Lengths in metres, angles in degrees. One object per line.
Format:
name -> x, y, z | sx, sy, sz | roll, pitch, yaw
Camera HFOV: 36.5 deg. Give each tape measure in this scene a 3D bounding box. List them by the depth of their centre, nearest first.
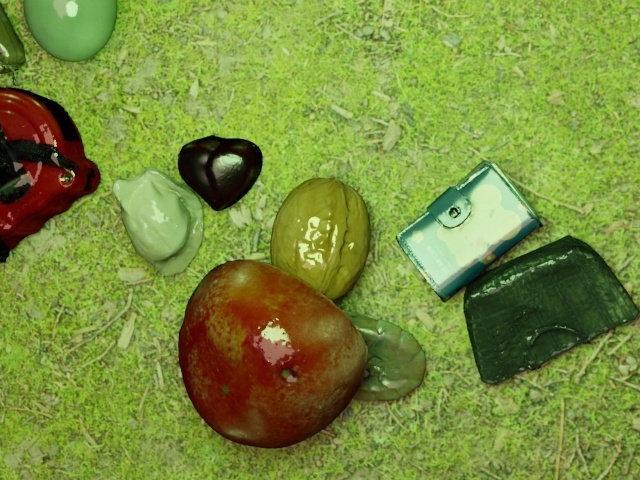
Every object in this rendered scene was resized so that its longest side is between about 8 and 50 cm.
tape measure -> -0.524, -0.127, 1.648 | 0.253, 0.114, 0.260 | -32, 88, 11

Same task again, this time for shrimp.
shrimp -> 0.047, 0.185, 1.596 | 0.254, 0.059, 0.145 | 14, 107, 5

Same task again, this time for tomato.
tomato -> -0.106, 0.202, 1.519 | 0.338, 0.144, 0.339 | 13, 121, 22

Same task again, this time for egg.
egg -> -0.407, -0.388, 1.585 | 0.149, 0.149, 0.193 | -4, 91, 11

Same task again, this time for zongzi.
zongzi -> -0.600, -0.332, 1.677 | 0.178, 0.081, 0.189 | -20, 101, 30

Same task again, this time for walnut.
walnut -> 0.000, 0.000, 1.540 | 0.159, 0.159, 0.207 | 13, 90, 10

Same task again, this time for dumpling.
dumpling -> -0.262, -0.037, 1.609 | 0.136, 0.118, 0.199 | -30, 121, 0

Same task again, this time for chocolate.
chocolate -> -0.178, -0.111, 1.600 | 0.148, 0.080, 0.125 | 8, 96, 9

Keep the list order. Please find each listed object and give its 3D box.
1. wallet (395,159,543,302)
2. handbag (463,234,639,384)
wallet -> 0.232, -0.018, 1.532 | 0.202, 0.059, 0.141 | -40, 77, 12
handbag -> 0.346, 0.107, 1.523 | 0.270, 0.089, 0.175 | -26, 98, 13
